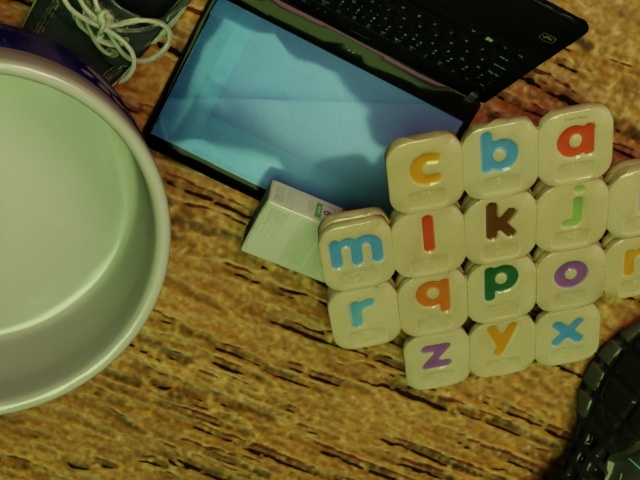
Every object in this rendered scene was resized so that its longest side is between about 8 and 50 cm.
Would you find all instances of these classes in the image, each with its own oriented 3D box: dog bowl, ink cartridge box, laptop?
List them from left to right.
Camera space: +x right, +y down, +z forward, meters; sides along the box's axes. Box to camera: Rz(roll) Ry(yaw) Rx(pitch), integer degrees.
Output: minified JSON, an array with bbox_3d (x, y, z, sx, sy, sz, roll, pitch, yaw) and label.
[{"bbox_3d":[-0.242,-0.015,0.879,0.265,0.104,0.265,-7,117,-14],"label":"dog bowl"},{"bbox_3d":[0.000,0.000,1.025,0.115,0.029,0.063,21,133,-11],"label":"ink cartridge box"},{"bbox_3d":[0.020,-0.114,0.933,0.234,0.264,0.136,25,72,-13],"label":"laptop"}]

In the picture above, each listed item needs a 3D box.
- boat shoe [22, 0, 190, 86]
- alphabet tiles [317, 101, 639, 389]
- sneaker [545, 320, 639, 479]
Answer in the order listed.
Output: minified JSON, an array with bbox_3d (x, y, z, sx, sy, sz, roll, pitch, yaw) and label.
[{"bbox_3d":[-0.142,-0.181,0.930,0.254,0.079,0.095,-41,110,13],"label":"boat shoe"},{"bbox_3d":[0.142,0.012,1.007,0.284,0.021,0.278,-10,133,-1],"label":"alphabet tiles"},{"bbox_3d":[0.272,0.180,1.101,0.106,0.101,0.267,13,111,-31],"label":"sneaker"}]
